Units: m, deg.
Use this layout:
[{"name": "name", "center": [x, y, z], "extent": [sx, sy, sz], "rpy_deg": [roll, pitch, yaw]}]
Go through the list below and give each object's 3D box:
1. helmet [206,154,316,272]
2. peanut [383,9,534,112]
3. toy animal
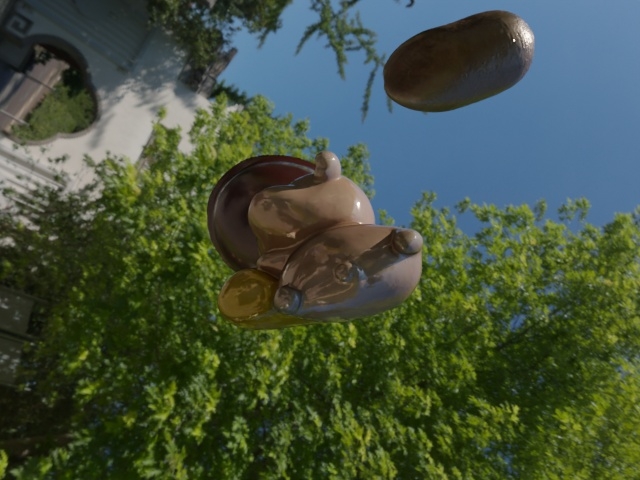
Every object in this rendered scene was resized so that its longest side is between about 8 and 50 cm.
[{"name": "helmet", "center": [-0.101, -0.037, 1.087], "extent": [0.337, 0.385, 0.230], "rpy_deg": [-61, 179, 5]}, {"name": "peanut", "center": [0.128, -0.162, 0.442], "extent": [0.152, 0.076, 0.076], "rpy_deg": [-20, -145, -11]}, {"name": "toy animal", "center": [-0.021, 0.002, 0.712], "extent": [0.345, 0.278, 0.246], "rpy_deg": [114, -32, -79]}]
